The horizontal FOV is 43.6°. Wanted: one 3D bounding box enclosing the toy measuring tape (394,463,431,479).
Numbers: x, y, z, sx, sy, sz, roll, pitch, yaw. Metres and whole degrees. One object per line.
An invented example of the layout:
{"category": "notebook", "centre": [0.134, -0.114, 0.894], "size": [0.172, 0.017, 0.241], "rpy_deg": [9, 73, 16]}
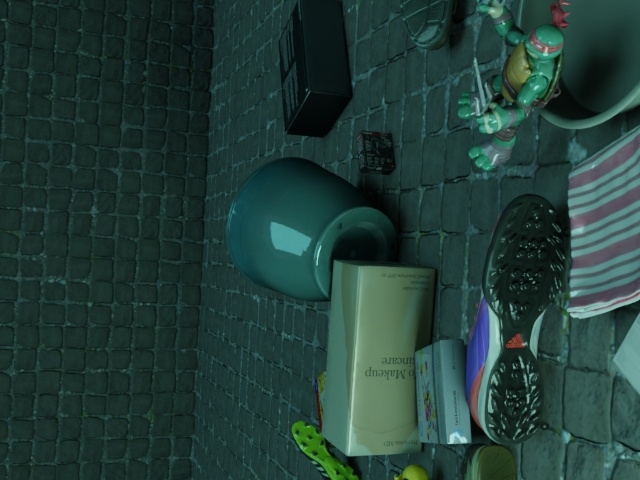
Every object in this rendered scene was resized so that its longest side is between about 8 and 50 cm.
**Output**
{"category": "toy measuring tape", "centre": [0.122, 0.514, 1.265], "size": [0.121, 0.121, 0.330], "rpy_deg": [-158, 73, -69]}

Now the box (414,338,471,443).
{"category": "box", "centre": [0.180, 0.229, 1.198], "size": [0.186, 0.038, 0.145], "rpy_deg": [107, 161, -77]}

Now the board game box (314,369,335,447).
{"category": "board game box", "centre": [0.045, 0.322, 1.607], "size": [0.193, 0.045, 0.147], "rpy_deg": [125, 142, -56]}

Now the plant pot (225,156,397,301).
{"category": "plant pot", "centre": [0.000, 0.000, 1.505], "size": [0.255, 0.271, 0.272], "rpy_deg": [26, 112, 53]}

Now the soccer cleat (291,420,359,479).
{"category": "soccer cleat", "centre": [0.004, 0.437, 1.595], "size": [0.179, 0.060, 0.072], "rpy_deg": [43, 144, 22]}

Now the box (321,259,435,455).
{"category": "box", "centre": [0.095, 0.192, 1.347], "size": [0.121, 0.148, 0.311], "rpy_deg": [-170, 82, -70]}

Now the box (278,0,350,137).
{"category": "box", "centre": [-0.018, -0.393, 1.813], "size": [0.184, 0.103, 0.261], "rpy_deg": [126, 142, -62]}

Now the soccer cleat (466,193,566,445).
{"category": "soccer cleat", "centre": [0.237, 0.096, 1.034], "size": [0.116, 0.108, 0.318], "rpy_deg": [-152, 65, -73]}

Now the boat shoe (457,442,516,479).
{"category": "boat shoe", "centre": [0.217, 0.387, 1.084], "size": [0.073, 0.080, 0.224], "rpy_deg": [161, 116, -75]}

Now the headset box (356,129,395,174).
{"category": "headset box", "centre": [0.103, -0.168, 1.500], "size": [0.032, 0.062, 0.083], "rpy_deg": [132, 136, -59]}

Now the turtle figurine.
{"category": "turtle figurine", "centre": [0.223, -0.191, 0.936], "size": [0.234, 0.118, 0.175], "rpy_deg": [99, 180, -64]}

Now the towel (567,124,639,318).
{"category": "towel", "centre": [0.321, -0.022, 0.880], "size": [0.144, 0.029, 0.197], "rpy_deg": [137, 142, -61]}

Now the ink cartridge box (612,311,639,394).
{"category": "ink cartridge box", "centre": [0.350, 0.101, 0.820], "size": [0.063, 0.029, 0.115], "rpy_deg": [-114, 36, -53]}

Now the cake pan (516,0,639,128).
{"category": "cake pan", "centre": [0.326, -0.271, 0.909], "size": [0.293, 0.054, 0.293], "rpy_deg": [-177, 90, -70]}

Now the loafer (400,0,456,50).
{"category": "loafer", "centre": [0.184, -0.433, 1.325], "size": [0.096, 0.084, 0.268], "rpy_deg": [-18, 71, 36]}
